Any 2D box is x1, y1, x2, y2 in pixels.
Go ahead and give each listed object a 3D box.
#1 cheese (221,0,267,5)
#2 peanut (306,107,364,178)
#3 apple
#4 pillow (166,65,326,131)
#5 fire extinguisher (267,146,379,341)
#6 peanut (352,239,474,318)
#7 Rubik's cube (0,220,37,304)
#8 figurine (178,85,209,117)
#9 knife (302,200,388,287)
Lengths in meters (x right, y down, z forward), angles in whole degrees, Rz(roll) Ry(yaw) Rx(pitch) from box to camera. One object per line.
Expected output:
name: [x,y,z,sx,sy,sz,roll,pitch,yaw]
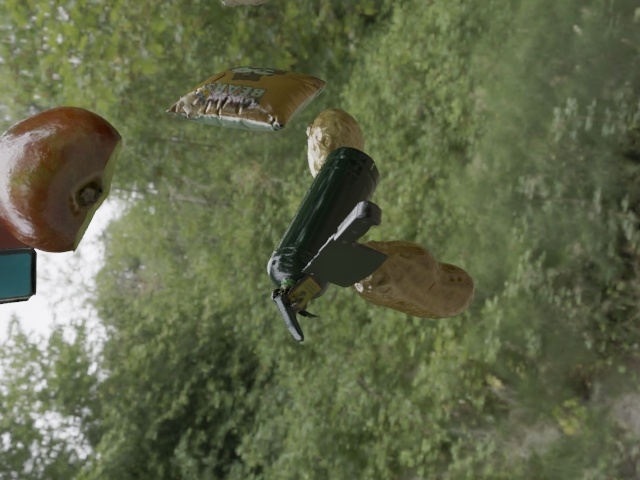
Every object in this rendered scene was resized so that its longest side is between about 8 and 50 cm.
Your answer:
cheese: [-0.131,-0.588,1.434,0.153,0.292,0.332,57,-176,35]
peanut: [0.031,-0.169,1.590,0.140,0.109,0.159,-61,-34,-44]
apple: [-0.340,-0.081,1.064,0.195,0.160,0.173,-67,28,15]
pillow: [-0.172,-0.352,2.048,0.312,0.310,0.119,-53,-31,-53]
fire extinguisher: [0.000,0.000,1.243,0.114,0.095,0.311,48,-131,-23]
peanut: [0.139,0.059,1.228,0.108,0.226,0.095,-51,36,28]
Rubik's cube: [-0.562,-0.002,1.316,0.183,0.167,0.180,-8,-69,-33]
figurine: [-0.244,-0.277,1.642,0.047,0.051,0.083,55,-158,-24]
knife: [0.039,0.013,0.947,0.245,0.072,0.019,128,161,-67]
